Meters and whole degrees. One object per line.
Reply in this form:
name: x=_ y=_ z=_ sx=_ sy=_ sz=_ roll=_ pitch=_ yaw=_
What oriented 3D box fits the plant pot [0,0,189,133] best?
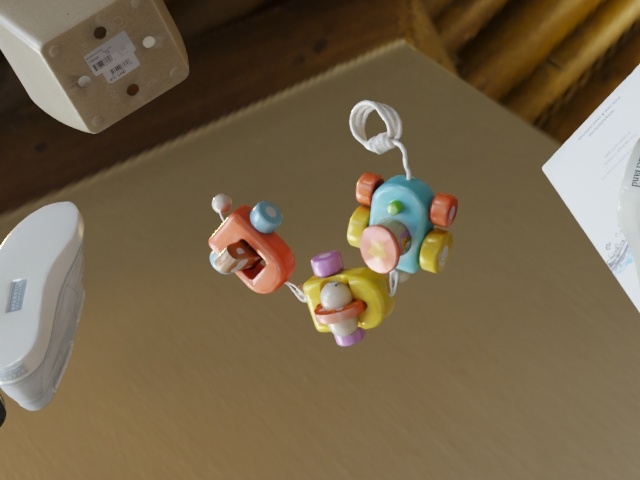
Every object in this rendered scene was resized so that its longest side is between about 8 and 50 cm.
plant pot: x=-0.142 y=-0.130 z=0.840 sx=0.109 sy=0.096 sz=0.109 roll=-33 pitch=-47 yaw=-7

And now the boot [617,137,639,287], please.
boot: x=0.314 y=0.013 z=0.933 sx=0.244 sy=0.176 sz=0.088 roll=41 pitch=-114 yaw=-61

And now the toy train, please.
toy train: x=0.000 y=0.000 z=0.786 sx=0.166 sy=0.125 sz=0.046 roll=-40 pitch=0 yaw=38

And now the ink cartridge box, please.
ink cartridge box: x=0.375 y=-0.035 z=1.317 sx=0.171 sy=0.232 sz=0.168 roll=2 pitch=-41 yaw=-44

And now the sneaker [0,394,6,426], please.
sneaker: x=-0.209 y=0.063 z=0.700 sx=0.109 sy=0.044 sz=0.040 roll=39 pitch=-83 yaw=-22

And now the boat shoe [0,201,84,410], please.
boat shoe: x=-0.204 y=0.047 z=1.004 sx=0.066 sy=0.184 sz=0.063 roll=-15 pitch=-50 yaw=8
